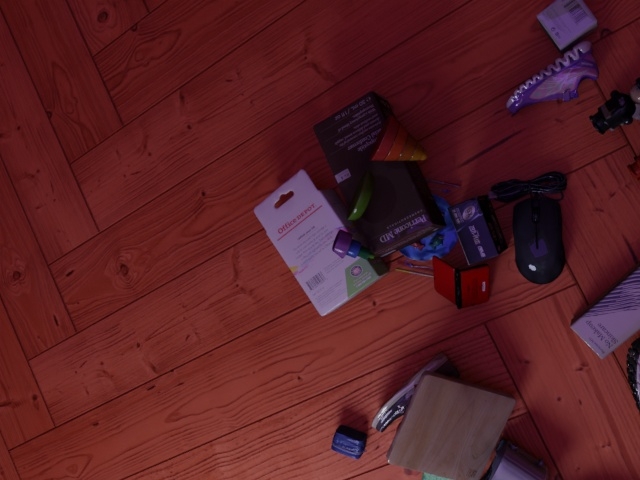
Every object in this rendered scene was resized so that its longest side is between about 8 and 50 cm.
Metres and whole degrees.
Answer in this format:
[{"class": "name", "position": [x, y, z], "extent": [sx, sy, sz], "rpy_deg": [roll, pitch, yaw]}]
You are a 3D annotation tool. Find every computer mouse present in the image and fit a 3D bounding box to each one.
[{"class": "computer mouse", "position": [0.522, -0.023, 1.694], "extent": [0.188, 0.072, 0.272], "rpy_deg": [-9, 91, 22]}]

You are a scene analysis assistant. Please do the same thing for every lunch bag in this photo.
[{"class": "lunch bag", "position": [0.083, 0.567, 1.926], "extent": [0.098, 0.067, 0.065], "rpy_deg": [17, 101, 19]}]

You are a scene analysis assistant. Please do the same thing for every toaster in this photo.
[{"class": "toaster", "position": [0.476, 0.628, 1.738], "extent": [0.146, 0.129, 0.227], "rpy_deg": [27, 103, 16]}]

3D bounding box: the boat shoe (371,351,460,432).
[{"class": "boat shoe", "position": [0.250, 0.419, 1.829], "extent": [0.092, 0.103, 0.285], "rpy_deg": [46, 103, 18]}]

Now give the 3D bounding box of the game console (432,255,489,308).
[{"class": "game console", "position": [0.358, 0.097, 1.758], "extent": [0.124, 0.144, 0.085], "rpy_deg": [-14, 45, 0]}]

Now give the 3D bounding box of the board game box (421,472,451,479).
[{"class": "board game box", "position": [0.324, 0.720, 1.862], "extent": [0.136, 0.030, 0.260], "rpy_deg": [16, 100, 23]}]

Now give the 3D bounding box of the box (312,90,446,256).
[{"class": "box", "position": [0.149, -0.166, 1.780], "extent": [0.191, 0.143, 0.382], "rpy_deg": [-28, 79, 22]}]

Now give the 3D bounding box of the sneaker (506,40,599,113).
[{"class": "sneaker", "position": [0.558, -0.366, 1.644], "extent": [0.236, 0.095, 0.105], "rpy_deg": [-34, 89, 20]}]

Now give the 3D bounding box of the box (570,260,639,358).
[{"class": "box", "position": [0.724, 0.144, 1.613], "extent": [0.113, 0.094, 0.275], "rpy_deg": [46, 109, 13]}]

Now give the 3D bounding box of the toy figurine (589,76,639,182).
[{"class": "toy figurine", "position": [0.719, -0.249, 1.519], "extent": [0.148, 0.209, 0.213], "rpy_deg": [-40, 79, 32]}]

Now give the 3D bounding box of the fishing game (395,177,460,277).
[{"class": "fishing game", "position": [0.269, -0.035, 1.815], "extent": [0.189, 0.041, 0.264], "rpy_deg": [15, 100, 18]}]

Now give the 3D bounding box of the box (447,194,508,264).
[{"class": "box", "position": [0.387, -0.029, 1.689], "extent": [0.077, 0.180, 0.147], "rpy_deg": [-21, 86, 22]}]

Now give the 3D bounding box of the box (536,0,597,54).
[{"class": "box", "position": [0.578, -0.512, 1.621], "extent": [0.102, 0.087, 0.101], "rpy_deg": [-36, 81, 22]}]

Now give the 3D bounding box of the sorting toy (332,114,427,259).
[{"class": "sorting toy", "position": [0.150, -0.111, 1.667], "extent": [0.126, 0.127, 0.366], "rpy_deg": [21, 102, -6]}]

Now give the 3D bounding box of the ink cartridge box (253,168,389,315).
[{"class": "ink cartridge box", "position": [0.000, 0.000, 1.884], "extent": [0.207, 0.119, 0.354], "rpy_deg": [-37, 82, 21]}]

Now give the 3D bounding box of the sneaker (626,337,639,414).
[{"class": "sneaker", "position": [0.807, 0.371, 1.594], "extent": [0.147, 0.130, 0.330], "rpy_deg": [-18, 96, 17]}]

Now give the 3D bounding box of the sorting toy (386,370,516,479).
[{"class": "sorting toy", "position": [0.320, 0.461, 1.755], "extent": [0.255, 0.089, 0.257], "rpy_deg": [18, 103, -14]}]
